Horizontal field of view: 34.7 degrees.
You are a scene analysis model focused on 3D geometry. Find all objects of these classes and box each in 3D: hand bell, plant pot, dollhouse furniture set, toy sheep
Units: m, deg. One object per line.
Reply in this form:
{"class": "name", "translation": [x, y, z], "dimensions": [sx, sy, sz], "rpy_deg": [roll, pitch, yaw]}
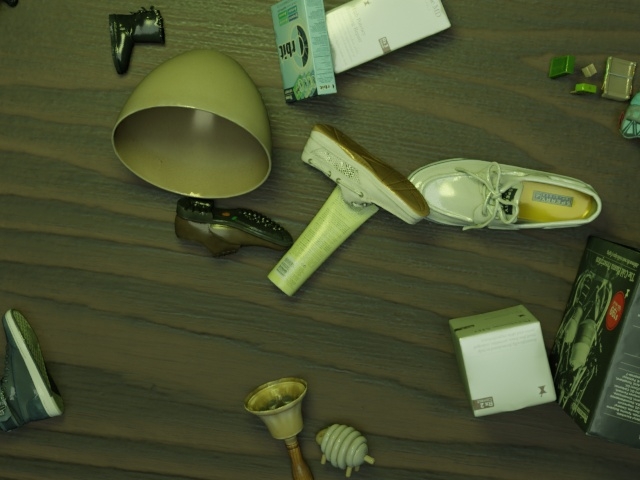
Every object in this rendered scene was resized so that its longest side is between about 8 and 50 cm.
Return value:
{"class": "hand bell", "translation": [-0.051, 0.400, 1.978], "dimensions": [0.126, 0.126, 0.242], "rpy_deg": [-17, 107, 3]}
{"class": "plant pot", "translation": [-0.214, -0.230, 1.846], "dimensions": [0.284, 0.284, 0.191], "rpy_deg": [8, 60, 0]}
{"class": "dollhouse furniture set", "translation": [0.510, -0.308, 1.922], "dimensions": [0.152, 0.058, 0.076], "rpy_deg": [8, 88, -19]}
{"class": "toy sheep", "translation": [0.048, 0.400, 1.969], "dimensions": [0.132, 0.091, 0.091], "rpy_deg": [20, 96, 24]}

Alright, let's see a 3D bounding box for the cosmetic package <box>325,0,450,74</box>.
{"class": "cosmetic package", "translation": [0.111, -0.399, 1.891], "dimensions": [0.231, 0.085, 0.117], "rpy_deg": [-23, 95, 5]}

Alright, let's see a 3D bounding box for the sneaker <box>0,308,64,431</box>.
{"class": "sneaker", "translation": [-0.611, 0.258, 1.969], "dimensions": [0.163, 0.086, 0.226], "rpy_deg": [-19, 96, 0]}

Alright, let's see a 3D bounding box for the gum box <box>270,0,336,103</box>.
{"class": "gum box", "translation": [-0.032, -0.349, 1.862], "dimensions": [0.041, 0.157, 0.184], "rpy_deg": [-11, 95, -23]}

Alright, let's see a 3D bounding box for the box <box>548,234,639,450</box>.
{"class": "box", "translation": [0.552, 0.176, 1.808], "dimensions": [0.179, 0.343, 0.312], "rpy_deg": [16, 95, -2]}

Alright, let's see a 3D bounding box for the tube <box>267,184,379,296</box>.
{"class": "tube", "translation": [0.000, 0.000, 1.949], "dimensions": [0.240, 0.062, 0.070], "rpy_deg": [-50, 127, 0]}

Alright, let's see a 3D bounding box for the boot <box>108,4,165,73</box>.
{"class": "boot", "translation": [-0.342, -0.376, 1.923], "dimensions": [0.099, 0.045, 0.121], "rpy_deg": [-5, 95, -2]}

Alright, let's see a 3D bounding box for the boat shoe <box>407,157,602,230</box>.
{"class": "boat shoe", "translation": [0.336, -0.073, 1.881], "dimensions": [0.367, 0.156, 0.135], "rpy_deg": [8, 96, 0]}

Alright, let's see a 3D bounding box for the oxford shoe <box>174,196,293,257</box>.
{"class": "oxford shoe", "translation": [-0.166, -0.011, 1.946], "dimensions": [0.227, 0.083, 0.096], "rpy_deg": [14, 113, 1]}

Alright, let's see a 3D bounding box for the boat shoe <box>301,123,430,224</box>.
{"class": "boat shoe", "translation": [0.079, -0.105, 1.901], "dimensions": [0.277, 0.098, 0.096], "rpy_deg": [40, 114, 21]}

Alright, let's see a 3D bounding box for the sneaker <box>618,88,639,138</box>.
{"class": "sneaker", "translation": [0.670, -0.171, 1.909], "dimensions": [0.262, 0.104, 0.125], "rpy_deg": [37, 113, 2]}

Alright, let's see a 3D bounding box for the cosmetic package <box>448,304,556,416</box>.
{"class": "cosmetic package", "translation": [0.332, 0.219, 1.897], "dimensions": [0.151, 0.183, 0.151], "rpy_deg": [-13, 95, 2]}

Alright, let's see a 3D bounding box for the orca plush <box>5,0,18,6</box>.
{"class": "orca plush", "translation": [-0.608, -0.445, 1.894], "dimensions": [0.102, 0.151, 0.287], "rpy_deg": [15, 93, -32]}
